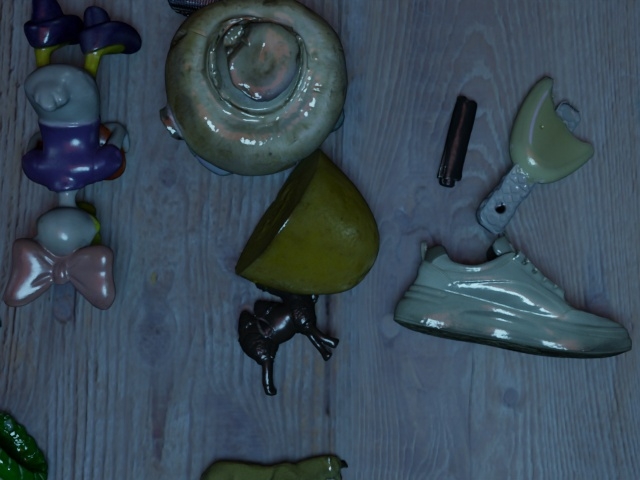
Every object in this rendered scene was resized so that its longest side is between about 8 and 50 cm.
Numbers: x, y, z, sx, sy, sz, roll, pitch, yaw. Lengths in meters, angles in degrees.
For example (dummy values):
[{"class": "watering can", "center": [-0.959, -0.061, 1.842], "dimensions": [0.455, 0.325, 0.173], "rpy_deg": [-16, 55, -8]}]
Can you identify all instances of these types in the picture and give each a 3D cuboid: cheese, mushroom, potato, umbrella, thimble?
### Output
[{"class": "cheese", "center": [0.290, -0.107, 1.221], "dimensions": [0.127, 0.050, 0.235], "rpy_deg": [42, 72, -5]}, {"class": "mushroom", "center": [-0.089, -0.202, 1.150], "dimensions": [0.254, 0.184, 0.255], "rpy_deg": [0, 91, -13]}, {"class": "potato", "center": [0.000, 0.000, 1.193], "dimensions": [0.158, 0.178, 0.203], "rpy_deg": [37, 48, -10]}, {"class": "umbrella", "center": [0.196, -0.140, 1.255], "dimensions": [0.036, 0.031, 0.133], "rpy_deg": [15, 87, 4]}, {"class": "thimble", "center": [-0.444, 0.302, 1.203], "dimensions": [0.090, 0.118, 0.130], "rpy_deg": [-41, 59, 3]}]

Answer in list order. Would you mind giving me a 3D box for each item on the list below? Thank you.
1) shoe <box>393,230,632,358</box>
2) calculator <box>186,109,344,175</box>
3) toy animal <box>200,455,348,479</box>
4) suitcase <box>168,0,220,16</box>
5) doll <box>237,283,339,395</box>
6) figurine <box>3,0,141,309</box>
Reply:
[{"class": "shoe", "center": [0.263, 0.069, 1.199], "dimensions": [0.316, 0.124, 0.159], "rpy_deg": [7, 78, 1]}, {"class": "calculator", "center": [-0.080, -0.189, 1.260], "dimensions": [0.246, 0.045, 0.141], "rpy_deg": [-22, 86, -1]}, {"class": "toy animal", "center": [-0.073, 0.343, 1.209], "dimensions": [0.218, 0.103, 0.101], "rpy_deg": [-2, 62, 6]}, {"class": "suitcase", "center": [-0.171, -0.384, 1.268], "dimensions": [0.086, 0.059, 0.126], "rpy_deg": [10, 86, 4]}, {"class": "doll", "center": [-0.057, 0.115, 1.234], "dimensions": [0.139, 0.057, 0.165], "rpy_deg": [-32, 77, 1]}, {"class": "figurine", "center": [-0.334, -0.121, 1.190], "dimensions": [0.154, 0.193, 0.421], "rpy_deg": [1, 91, -2]}]
